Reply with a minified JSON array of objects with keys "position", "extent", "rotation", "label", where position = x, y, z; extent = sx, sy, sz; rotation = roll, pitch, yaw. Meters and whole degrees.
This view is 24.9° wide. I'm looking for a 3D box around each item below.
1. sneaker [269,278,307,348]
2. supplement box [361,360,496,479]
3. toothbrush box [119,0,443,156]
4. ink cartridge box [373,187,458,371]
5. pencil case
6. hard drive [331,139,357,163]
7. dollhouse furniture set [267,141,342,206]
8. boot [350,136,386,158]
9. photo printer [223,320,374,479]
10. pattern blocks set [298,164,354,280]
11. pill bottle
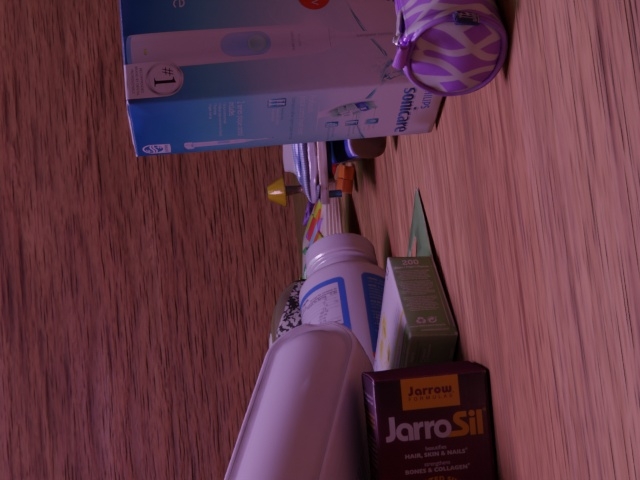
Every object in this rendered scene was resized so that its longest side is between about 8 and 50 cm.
[{"position":[0.033,0.177,1.934],"extent":[0.410,0.158,0.182],"rotation":[-110,20,-44],"label":"sneaker"},{"position":[0.099,0.207,1.285],"extent":[0.081,0.104,0.188],"rotation":[-177,82,-85],"label":"supplement box"},{"position":[-0.041,-0.210,1.381],"extent":[0.126,0.296,0.216],"rotation":[101,164,-70],"label":"toothbrush box"},{"position":[0.088,0.080,1.519],"extent":[0.235,0.056,0.171],"rotation":[-103,14,-49],"label":"ink cartridge box"},{"position":[0.085,-0.200,1.119],"extent":[0.086,0.088,0.206],"rotation":[93,172,-46],"label":"pencil case"},{"position":[0.035,-0.216,2.002],"extent":[0.319,0.040,0.210],"rotation":[-164,70,-85],"label":"hard drive"},{"position":[-0.077,-0.163,1.903],"extent":[0.286,0.198,0.303],"rotation":[-104,10,-74],"label":"dollhouse furniture set"},{"position":[0.048,-0.210,1.677],"extent":[0.197,0.073,0.152],"rotation":[95,173,-52],"label":"boot"},{"position":[-0.001,0.244,1.349],"extent":[0.307,0.107,0.256],"rotation":[-73,-26,-55],"label":"photo printer"},{"position":[0.000,0.000,2.245],"extent":[0.325,0.026,0.285],"rotation":[-101,25,-63],"label":"pattern blocks set"},{"position":[0.039,0.103,1.791],"extent":[0.124,0.124,0.221],"rotation":[91,173,-52],"label":"pill bottle"}]
